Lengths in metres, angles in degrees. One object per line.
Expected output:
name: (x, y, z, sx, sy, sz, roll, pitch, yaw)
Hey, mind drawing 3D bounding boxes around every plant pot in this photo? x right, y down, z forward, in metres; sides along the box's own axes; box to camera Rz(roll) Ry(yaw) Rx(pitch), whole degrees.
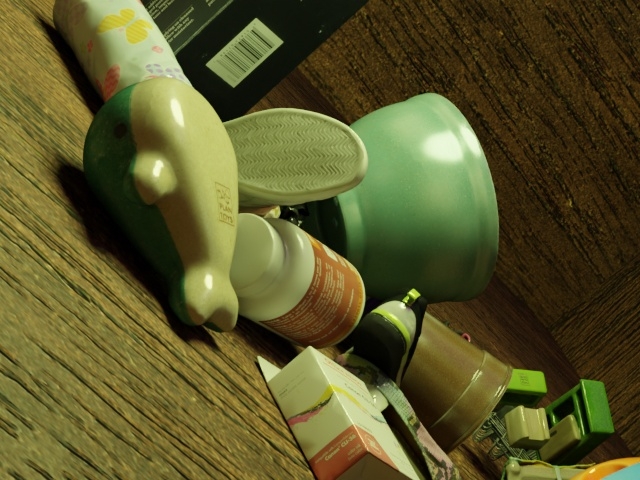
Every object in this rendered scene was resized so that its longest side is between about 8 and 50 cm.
plant pot: (0.140, 0.176, 1.983, 0.165, 0.167, 0.167, 41, 10, -5)
plant pot: (0.085, -0.040, 2.029, 0.293, 0.196, 0.293, 167, -90, -68)

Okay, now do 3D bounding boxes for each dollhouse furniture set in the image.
dollhouse furniture set: (0.318, 0.356, 2.150, 0.198, 0.151, 0.301, 8, 57, -24)

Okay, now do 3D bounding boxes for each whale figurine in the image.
whale figurine: (-0.163, -0.031, 1.548, 0.216, 0.141, 0.272, 23, 53, -69)

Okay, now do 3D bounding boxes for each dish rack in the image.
dish rack: (0.321, 0.350, 2.380, 0.208, 0.074, 0.271, 49, 11, 6)

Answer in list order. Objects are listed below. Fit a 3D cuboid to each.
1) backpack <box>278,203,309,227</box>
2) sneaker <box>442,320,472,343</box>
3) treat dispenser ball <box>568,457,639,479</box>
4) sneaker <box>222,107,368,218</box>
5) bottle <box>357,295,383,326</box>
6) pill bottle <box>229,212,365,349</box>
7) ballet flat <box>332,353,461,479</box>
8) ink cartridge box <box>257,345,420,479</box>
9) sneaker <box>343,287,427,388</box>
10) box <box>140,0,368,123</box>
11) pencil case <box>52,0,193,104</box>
backpack: (-0.087, -0.057, 1.951, 0.152, 0.115, 0.182, 65, 10, 11)
sneaker: (0.235, 0.198, 2.550, 0.178, 0.077, 0.072, 40, 14, -48)
treat dispenser ball: (0.382, 0.401, 1.766, 0.288, 0.288, 0.288, 48, 9, -11)
sneaker: (-0.059, -0.072, 1.738, 0.169, 0.293, 0.108, 40, 54, -60)
bottle: (0.000, 0.000, 2.192, 0.283, 0.092, 0.118, 49, 4, -4)
pill bottle: (-0.043, 0.045, 1.725, 0.121, 0.121, 0.216, 55, 10, 30)
ballet flat: (0.079, 0.228, 1.758, 0.221, 0.077, 0.079, 51, 29, 8)
ink cartridge box: (0.017, 0.191, 1.592, 0.115, 0.067, 0.198, 39, 14, -46)
sneaker: (0.090, 0.128, 1.835, 0.084, 0.097, 0.234, 40, -23, 8)
box: (-0.160, -0.354, 2.085, 0.179, 0.343, 0.312, 36, 17, -50)
pencil case: (-0.247, -0.223, 1.883, 0.273, 0.113, 0.124, 56, -32, 39)
